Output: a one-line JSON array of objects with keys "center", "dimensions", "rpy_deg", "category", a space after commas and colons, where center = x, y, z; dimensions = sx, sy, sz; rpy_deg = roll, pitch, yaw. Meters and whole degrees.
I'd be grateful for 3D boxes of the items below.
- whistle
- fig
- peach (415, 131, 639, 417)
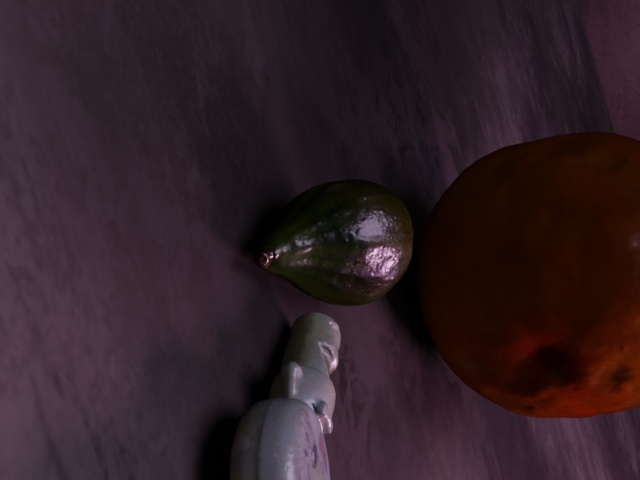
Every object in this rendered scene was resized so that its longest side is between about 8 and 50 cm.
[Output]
[{"center": [-0.024, 0.152, 0.853], "dimensions": [0.258, 0.067, 0.126], "rpy_deg": [-76, 157, -52], "category": "whistle"}, {"center": [0.000, 0.000, 0.951], "dimensions": [0.177, 0.117, 0.117], "rpy_deg": [0, 77, -42], "category": "fig"}, {"center": [0.272, 0.048, 1.207], "dimensions": [0.342, 0.343, 0.301], "rpy_deg": [59, 31, -33], "category": "peach"}]
